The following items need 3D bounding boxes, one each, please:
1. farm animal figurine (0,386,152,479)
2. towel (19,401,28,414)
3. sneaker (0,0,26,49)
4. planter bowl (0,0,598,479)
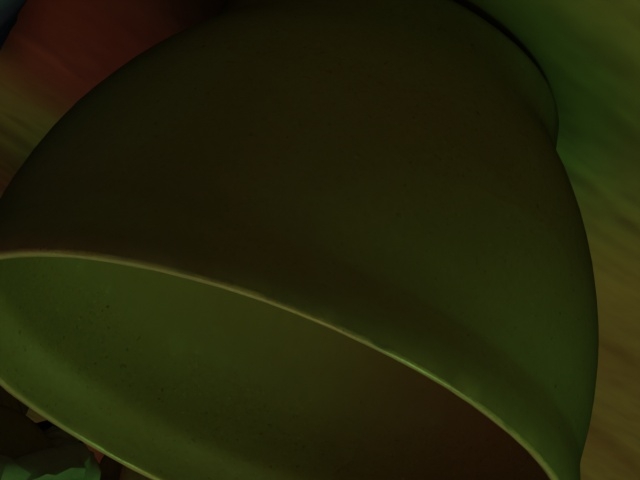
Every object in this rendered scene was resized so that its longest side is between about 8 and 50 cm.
[{"bbox_3d":[-0.110,0.158,0.694,0.327,0.172,0.330,-25,156,39],"label":"farm animal figurine"},{"bbox_3d":[-0.339,0.066,0.770,0.370,0.040,0.271,14,148,-25],"label":"towel"},{"bbox_3d":[-0.116,-0.064,0.478,0.082,0.069,0.209,0,164,-41],"label":"sneaker"},{"bbox_3d":[0.000,0.000,0.443,0.162,0.109,0.162,17,155,8],"label":"planter bowl"}]
